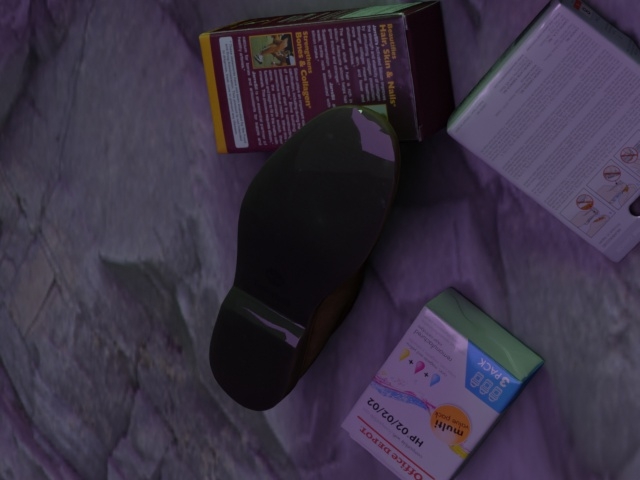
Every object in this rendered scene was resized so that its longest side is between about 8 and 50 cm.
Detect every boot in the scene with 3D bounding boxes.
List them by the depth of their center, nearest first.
[{"bbox_3d":[0.000,0.000,1.405,0.112,0.115,0.305,37,130,15],"label":"boot"}]

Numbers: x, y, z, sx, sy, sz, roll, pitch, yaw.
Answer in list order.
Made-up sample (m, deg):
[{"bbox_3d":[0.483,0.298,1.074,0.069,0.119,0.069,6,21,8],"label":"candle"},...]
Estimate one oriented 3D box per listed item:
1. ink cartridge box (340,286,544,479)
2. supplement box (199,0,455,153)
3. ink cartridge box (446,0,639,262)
[{"bbox_3d":[0.093,0.143,1.451,0.104,0.061,0.181,39,118,11],"label":"ink cartridge box"},{"bbox_3d":[0.006,-0.133,1.399,0.188,0.081,0.104,-2,105,27],"label":"supplement box"},{"bbox_3d":[0.212,-0.089,1.346,0.179,0.045,0.145,36,119,-9],"label":"ink cartridge box"}]
